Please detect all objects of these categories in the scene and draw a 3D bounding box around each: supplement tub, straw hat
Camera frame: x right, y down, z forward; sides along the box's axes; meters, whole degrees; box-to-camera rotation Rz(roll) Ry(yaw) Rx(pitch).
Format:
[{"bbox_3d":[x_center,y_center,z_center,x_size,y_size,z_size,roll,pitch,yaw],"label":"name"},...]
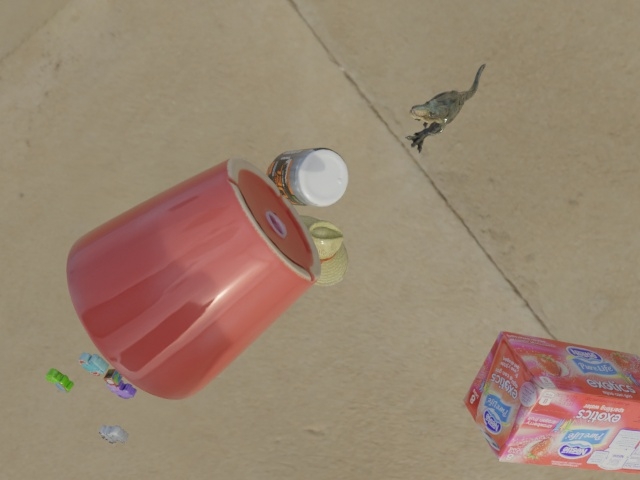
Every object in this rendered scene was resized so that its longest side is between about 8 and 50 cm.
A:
[{"bbox_3d":[-0.034,-0.129,1.456,0.190,0.117,0.117,7,75,63],"label":"supplement tub"},{"bbox_3d":[0.000,0.000,1.144,0.061,0.144,0.145,-46,57,44],"label":"straw hat"}]

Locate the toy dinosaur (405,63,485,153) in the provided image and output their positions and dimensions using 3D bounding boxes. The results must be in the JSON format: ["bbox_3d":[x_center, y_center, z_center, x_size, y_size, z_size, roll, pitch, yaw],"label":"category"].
[{"bbox_3d":[0.200,-0.216,1.183,0.064,0.268,0.118,49,129,-1],"label":"toy dinosaur"}]

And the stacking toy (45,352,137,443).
[{"bbox_3d":[-0.401,0.253,1.333,0.052,0.221,0.167,-10,39,32],"label":"stacking toy"}]

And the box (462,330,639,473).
[{"bbox_3d":[0.408,0.266,1.151,0.142,0.299,0.154,-116,42,-57],"label":"box"}]

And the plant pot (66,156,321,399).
[{"bbox_3d":[-0.150,0.037,0.944,0.243,0.275,0.275,-34,65,15],"label":"plant pot"}]
